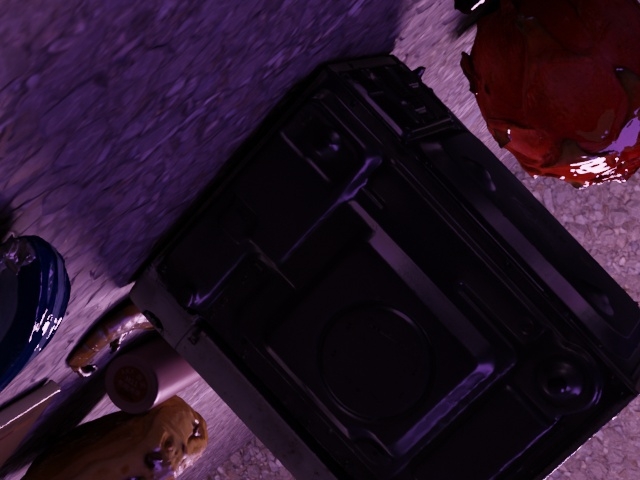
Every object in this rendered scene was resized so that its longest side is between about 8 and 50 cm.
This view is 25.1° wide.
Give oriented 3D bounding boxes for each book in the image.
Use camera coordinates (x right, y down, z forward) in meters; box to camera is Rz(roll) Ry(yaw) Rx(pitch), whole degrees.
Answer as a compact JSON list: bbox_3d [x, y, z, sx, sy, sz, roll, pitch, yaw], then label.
[{"bbox_3d":[-0.395,0.270,1.422,0.310,0.021,0.217,-49,171,34],"label":"book"}]

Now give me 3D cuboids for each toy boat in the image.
[{"bbox_3d":[-0.256,0.072,0.899,0.210,0.070,0.291,-46,170,4],"label":"toy boat"}]

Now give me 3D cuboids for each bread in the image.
[{"bbox_3d":[-0.243,0.254,1.676,0.210,0.099,0.235,-29,-179,10],"label":"bread"}]

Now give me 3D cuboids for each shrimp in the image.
[{"bbox_3d":[-0.194,0.097,1.474,0.124,0.034,0.178,-43,171,16],"label":"shrimp"}]

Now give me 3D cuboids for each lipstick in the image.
[{"bbox_3d":[-0.163,0.137,1.706,0.070,0.070,0.254,-47,171,22],"label":"lipstick"}]

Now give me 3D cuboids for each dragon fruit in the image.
[{"bbox_3d":[0.284,-0.182,1.627,0.240,0.252,0.241,-12,179,0],"label":"dragon fruit"}]

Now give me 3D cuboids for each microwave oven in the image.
[{"bbox_3d":[0.072,0.073,1.352,0.333,0.394,0.247,-47,172,23],"label":"microwave oven"}]

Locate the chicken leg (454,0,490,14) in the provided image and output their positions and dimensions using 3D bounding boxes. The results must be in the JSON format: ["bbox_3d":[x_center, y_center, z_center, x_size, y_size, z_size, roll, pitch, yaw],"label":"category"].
[{"bbox_3d":[0.164,-0.271,1.115,0.158,0.096,0.407,-39,174,-4],"label":"chicken leg"}]
